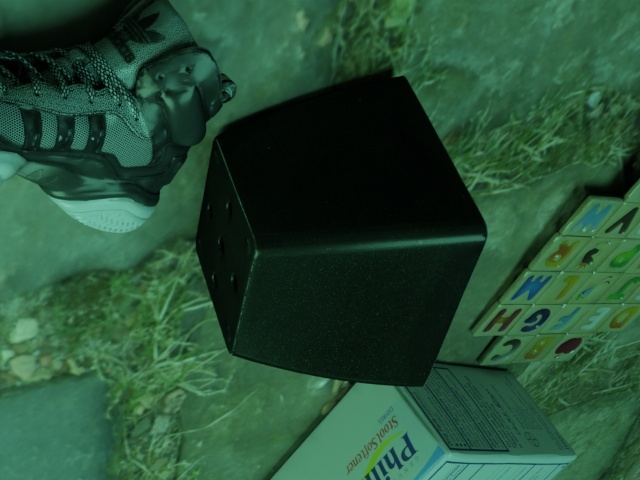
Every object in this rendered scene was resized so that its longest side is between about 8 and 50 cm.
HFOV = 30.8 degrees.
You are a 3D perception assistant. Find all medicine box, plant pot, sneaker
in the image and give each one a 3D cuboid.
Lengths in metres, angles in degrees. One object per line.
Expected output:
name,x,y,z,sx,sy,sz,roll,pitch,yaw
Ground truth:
medicine box,0.112,0.286,1.381,0.289,0.149,0.263,14,123,-48
plant pot,0.000,0.000,0.922,0.167,0.188,0.187,-5,137,-21
sneaker,-0.159,-0.102,0.724,0.153,0.101,0.268,-45,151,12

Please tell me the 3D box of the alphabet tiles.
alphabet tiles,0.339,0.036,1.370,0.285,0.011,0.342,2,136,-40
